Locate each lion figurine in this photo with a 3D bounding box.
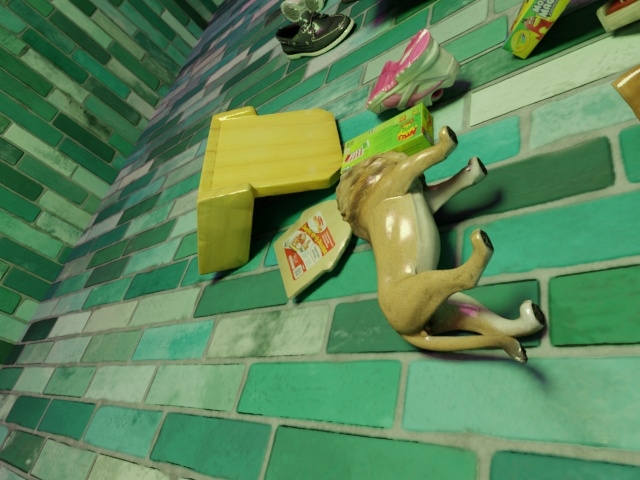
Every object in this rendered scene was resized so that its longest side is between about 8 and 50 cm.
[{"bbox_3d":[0.124,0.008,0.609,0.240,0.142,0.393,-33,42,35],"label":"lion figurine"}]

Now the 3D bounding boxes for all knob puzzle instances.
[{"bbox_3d":[0.000,0.000,0.841,0.213,0.030,0.213,-30,40,28],"label":"knob puzzle"}]

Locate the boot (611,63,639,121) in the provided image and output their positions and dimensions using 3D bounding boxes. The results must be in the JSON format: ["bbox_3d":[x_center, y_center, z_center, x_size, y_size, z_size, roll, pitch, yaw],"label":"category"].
[{"bbox_3d":[0.464,-0.139,0.379,0.280,0.096,0.264,-44,75,35],"label":"boot"}]

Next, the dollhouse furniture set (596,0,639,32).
[{"bbox_3d":[0.409,-0.352,0.551,0.129,0.129,0.183,-39,11,-5],"label":"dollhouse furniture set"}]

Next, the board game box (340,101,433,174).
[{"bbox_3d":[0.127,-0.184,0.855,0.181,0.043,0.092,-21,45,36],"label":"board game box"}]

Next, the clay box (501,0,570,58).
[{"bbox_3d":[0.367,-0.403,0.671,0.128,0.053,0.222,-62,-5,-15],"label":"clay box"}]

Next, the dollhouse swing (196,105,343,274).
[{"bbox_3d":[-0.126,-0.130,1.074,0.347,0.304,0.315,-98,15,-46],"label":"dollhouse swing"}]

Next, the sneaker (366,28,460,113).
[{"bbox_3d":[0.175,-0.298,0.863,0.103,0.111,0.252,-66,15,-8],"label":"sneaker"}]

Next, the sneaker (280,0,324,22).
[{"bbox_3d":[-0.054,-0.915,1.691,0.232,0.090,0.115,11,60,42],"label":"sneaker"}]

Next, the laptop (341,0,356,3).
[{"bbox_3d":[0.231,-0.833,1.067,0.381,0.236,0.409,-1,56,24],"label":"laptop"}]

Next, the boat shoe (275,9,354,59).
[{"bbox_3d":[-0.035,-0.677,1.416,0.340,0.113,0.127,22,75,54],"label":"boat shoe"}]
